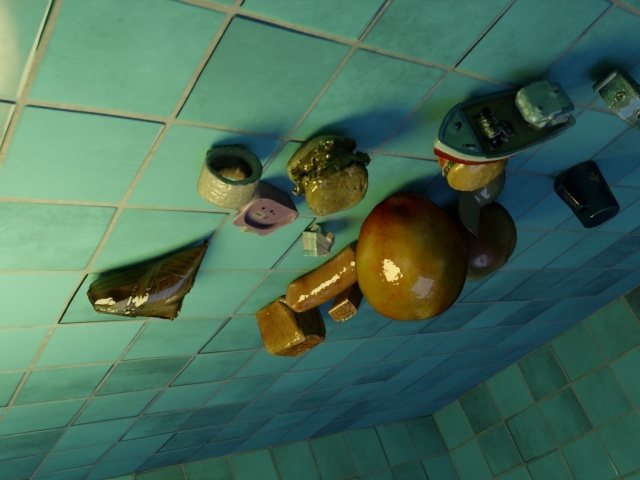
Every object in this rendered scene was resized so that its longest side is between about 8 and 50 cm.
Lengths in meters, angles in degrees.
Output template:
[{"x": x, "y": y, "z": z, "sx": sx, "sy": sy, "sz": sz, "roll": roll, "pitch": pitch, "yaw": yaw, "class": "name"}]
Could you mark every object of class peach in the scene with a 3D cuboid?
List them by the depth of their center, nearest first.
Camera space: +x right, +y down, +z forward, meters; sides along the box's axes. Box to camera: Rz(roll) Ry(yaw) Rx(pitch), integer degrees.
[{"x": 0.221, "y": 0.037, "z": 1.704, "sx": 0.307, "sy": 0.308, "sz": 0.332, "roll": -18, "pitch": 119, "yaw": -8, "class": "peach"}, {"x": 0.435, "y": -0.009, "z": 1.888, "sx": 0.235, "sy": 0.214, "sz": 0.214, "roll": -37, "pitch": 158, "yaw": -19, "class": "peach"}]

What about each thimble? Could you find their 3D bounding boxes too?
[{"x": -0.175, "y": -0.121, "z": 1.321, "sx": 0.115, "sy": 0.102, "sz": 0.090, "roll": 17, "pitch": 143, "yaw": -9, "class": "thimble"}]

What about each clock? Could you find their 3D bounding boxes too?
[{"x": -0.127, "y": -0.069, "z": 1.505, "sx": 0.110, "sy": 0.050, "sz": 0.152, "roll": -33, "pitch": 151, "yaw": 21, "class": "clock"}]

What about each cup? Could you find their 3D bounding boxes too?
[{"x": 0.744, "y": -0.125, "z": 1.928, "sx": 0.176, "sy": 0.155, "sz": 0.131, "roll": -6, "pitch": 149, "yaw": -31, "class": "cup"}]

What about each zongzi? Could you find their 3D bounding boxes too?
[{"x": -0.387, "y": 0.082, "z": 1.536, "sx": 0.221, "sy": 0.112, "sz": 0.242, "roll": 4, "pitch": 136, "yaw": -40, "class": "zongzi"}]

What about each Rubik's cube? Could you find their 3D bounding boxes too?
[{"x": 0.001, "y": 0.002, "z": 1.702, "sx": 0.073, "sy": 0.075, "sz": 0.084, "roll": -2, "pitch": 109, "yaw": -35, "class": "Rubik's cube"}]

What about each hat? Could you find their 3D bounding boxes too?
[{"x": 0.420, "y": -0.103, "z": 1.721, "sx": 0.144, "sy": 0.173, "sz": 0.166, "roll": -22, "pitch": 156, "yaw": 16, "class": "hat"}]

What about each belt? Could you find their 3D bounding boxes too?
[{"x": 0.699, "y": -0.325, "z": 1.547, "sx": 0.082, "sy": 0.148, "sz": 0.163, "roll": -45, "pitch": 174, "yaw": 32, "class": "belt"}]

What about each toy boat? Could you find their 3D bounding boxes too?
[{"x": 0.383, "y": -0.250, "z": 1.435, "sx": 0.331, "sy": 0.145, "sz": 0.133, "roll": -20, "pitch": 164, "yaw": -14, "class": "toy boat"}]

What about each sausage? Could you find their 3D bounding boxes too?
[{"x": 0.019, "y": 0.109, "z": 1.890, "sx": 0.270, "sy": 0.109, "sz": 0.109, "roll": -33, "pitch": 151, "yaw": 20, "class": "sausage"}]

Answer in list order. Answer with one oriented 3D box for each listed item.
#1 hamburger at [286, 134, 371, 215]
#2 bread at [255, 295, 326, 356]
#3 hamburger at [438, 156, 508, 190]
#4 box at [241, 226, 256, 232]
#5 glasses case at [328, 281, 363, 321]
[{"x": 0.023, "y": -0.146, "z": 1.400, "sx": 0.185, "sy": 0.131, "sz": 0.159, "roll": -19, "pitch": 145, "yaw": -20, "class": "hamburger"}, {"x": -0.084, "y": 0.255, "z": 2.022, "sx": 0.143, "sy": 0.158, "sz": 0.149, "roll": -38, "pitch": 153, "yaw": 27, "class": "bread"}, {"x": 0.350, "y": -0.188, "z": 1.564, "sx": 0.162, "sy": 0.115, "sz": 0.162, "roll": -19, "pitch": 154, "yaw": -10, "class": "hamburger"}, {"x": -0.140, "y": -0.033, "z": 1.603, "sx": 0.083, "sy": 0.012, "sz": 0.046, "roll": 4, "pitch": 142, "yaw": -38, "class": "box"}, {"x": 0.088, "y": 0.150, "z": 1.928, "sx": 0.075, "sy": 0.049, "sz": 0.218, "roll": -37, "pitch": -170, "yaw": 26, "class": "glasses case"}]
